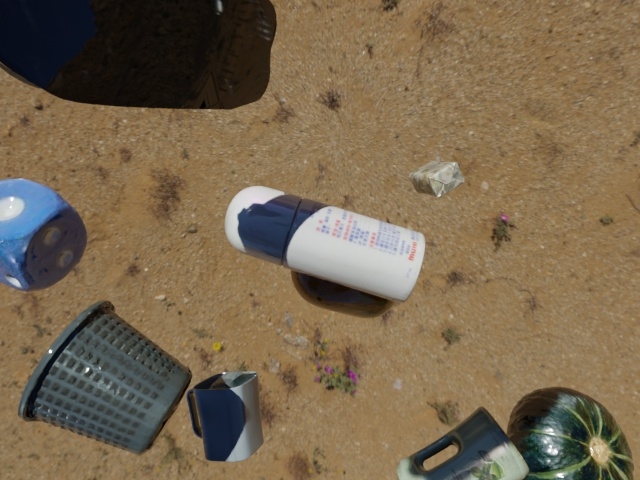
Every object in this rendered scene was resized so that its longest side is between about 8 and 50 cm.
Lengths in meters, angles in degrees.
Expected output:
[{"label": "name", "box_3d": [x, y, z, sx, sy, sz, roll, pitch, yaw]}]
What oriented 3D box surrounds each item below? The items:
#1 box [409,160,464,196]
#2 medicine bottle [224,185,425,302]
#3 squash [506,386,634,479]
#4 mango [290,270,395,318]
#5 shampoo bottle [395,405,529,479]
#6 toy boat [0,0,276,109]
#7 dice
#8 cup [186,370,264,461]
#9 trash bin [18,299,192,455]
[{"label": "box", "box_3d": [0.208, -0.112, 0.834, 0.062, 0.098, 0.045, -30, 107, -6]}, {"label": "medicine bottle", "box_3d": [0.000, 0.000, 0.809, 0.340, 0.130, 0.130, 17, 102, 0]}, {"label": "squash", "box_3d": [0.482, 0.417, 0.908, 0.252, 0.165, 0.252, 10, 64, -20]}, {"label": "mango", "box_3d": [0.060, 0.068, 0.980, 0.254, 0.139, 0.176, 18, 108, -26]}, {"label": "shampoo bottle", "box_3d": [0.201, 0.381, 0.744, 0.234, 0.118, 0.087, -33, 140, 0]}, {"label": "toy boat", "box_3d": [-0.182, -0.210, 0.462, 0.092, 0.298, 0.134, 31, 117, 33]}, {"label": "dice", "box_3d": [-0.500, -0.009, 0.788, 0.146, 0.143, 0.146, 20, 139, 12]}, {"label": "cup", "box_3d": [-0.168, 0.294, 0.790, 0.128, 0.095, 0.130, -8, 89, 19]}, {"label": "trash bin", "box_3d": [-0.266, 0.194, 0.615, 0.161, 0.175, 0.175, 31, 102, -3]}]
